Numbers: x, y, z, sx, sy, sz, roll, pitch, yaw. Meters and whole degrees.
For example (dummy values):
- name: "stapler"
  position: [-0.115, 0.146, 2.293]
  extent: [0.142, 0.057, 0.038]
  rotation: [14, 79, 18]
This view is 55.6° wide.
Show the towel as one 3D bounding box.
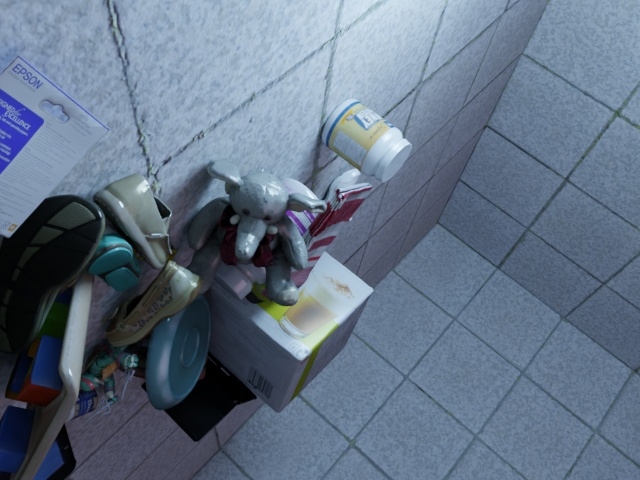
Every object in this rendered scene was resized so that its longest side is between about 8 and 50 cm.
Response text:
- name: "towel"
  position: [0.000, 0.000, 1.493]
  extent: [0.329, 0.037, 0.237]
  rotation: [-54, 169, 21]

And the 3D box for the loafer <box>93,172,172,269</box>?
- name: "loafer"
  position: [-0.308, -0.030, 1.076]
  extent: [0.092, 0.102, 0.268]
  rotation: [-44, 166, -15]

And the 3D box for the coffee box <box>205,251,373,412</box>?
- name: "coffee box"
  position: [-0.108, 0.220, 1.766]
  extent: [0.334, 0.338, 0.338]
  rotation: [-39, 160, -36]

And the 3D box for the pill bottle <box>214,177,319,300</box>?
- name: "pill bottle"
  position: [-0.136, -0.001, 1.496]
  extent: [0.301, 0.169, 0.169]
  rotation: [-46, 164, -17]

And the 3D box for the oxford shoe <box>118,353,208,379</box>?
- name: "oxford shoe"
  position: [-0.407, 0.301, 1.607]
  extent: [0.348, 0.123, 0.130]
  rotation: [32, 71, -73]

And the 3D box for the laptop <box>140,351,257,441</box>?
- name: "laptop"
  position: [-0.352, 0.451, 1.810]
  extent: [0.136, 0.234, 0.264]
  rotation: [-50, 165, 2]

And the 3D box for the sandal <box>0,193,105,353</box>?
- name: "sandal"
  position: [-0.430, 0.045, 0.931]
  extent: [0.302, 0.120, 0.086]
  rotation: [-49, -177, 20]

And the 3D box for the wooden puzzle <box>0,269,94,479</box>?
- name: "wooden puzzle"
  position: [-0.472, 0.238, 1.018]
  extent: [0.081, 0.322, 0.347]
  rotation: [18, 116, -25]

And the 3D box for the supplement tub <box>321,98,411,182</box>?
- name: "supplement tub"
  position: [0.119, -0.255, 1.561]
  extent: [0.144, 0.200, 0.144]
  rotation: [-46, 164, -17]

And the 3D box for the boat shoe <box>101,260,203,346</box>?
- name: "boat shoe"
  position: [-0.363, 0.129, 1.261]
  extent: [0.285, 0.089, 0.104]
  rotation: [-34, -155, 26]

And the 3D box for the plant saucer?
- name: "plant saucer"
  position: [-0.335, 0.260, 1.491]
  extent: [0.317, 0.044, 0.317]
  rotation: [9, 90, -79]

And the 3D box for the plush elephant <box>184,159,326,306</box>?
- name: "plush elephant"
  position: [-0.139, -0.034, 1.263]
  extent: [0.255, 0.272, 0.329]
  rotation: [122, -18, -75]

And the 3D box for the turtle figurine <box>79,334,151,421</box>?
- name: "turtle figurine"
  position: [-0.454, 0.275, 1.346]
  extent: [0.175, 0.118, 0.234]
  rotation: [-45, -172, 45]

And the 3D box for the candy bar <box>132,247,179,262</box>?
- name: "candy bar"
  position: [-0.342, 0.027, 1.268]
  extent: [0.040, 0.018, 0.161]
  rotation: [-56, 164, 5]

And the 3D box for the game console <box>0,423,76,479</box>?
- name: "game console"
  position: [-0.727, 0.587, 1.410]
  extent: [0.342, 0.060, 0.386]
  rotation: [-39, 161, -35]

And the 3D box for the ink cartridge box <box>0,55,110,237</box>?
- name: "ink cartridge box"
  position: [-0.392, -0.113, 0.755]
  extent: [0.208, 0.045, 0.206]
  rotation: [-48, 164, -4]

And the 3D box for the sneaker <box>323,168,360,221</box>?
- name: "sneaker"
  position: [0.068, -0.115, 1.896]
  extent: [0.232, 0.115, 0.090]
  rotation: [-55, 164, 16]

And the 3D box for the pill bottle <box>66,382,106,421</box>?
- name: "pill bottle"
  position: [-0.546, 0.364, 1.381]
  extent: [0.067, 0.067, 0.120]
  rotation: [-55, 164, 15]

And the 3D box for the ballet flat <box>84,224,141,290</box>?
- name: "ballet flat"
  position: [-0.368, 0.022, 1.048]
  extent: [0.083, 0.087, 0.247]
  rotation: [-25, 168, -15]
